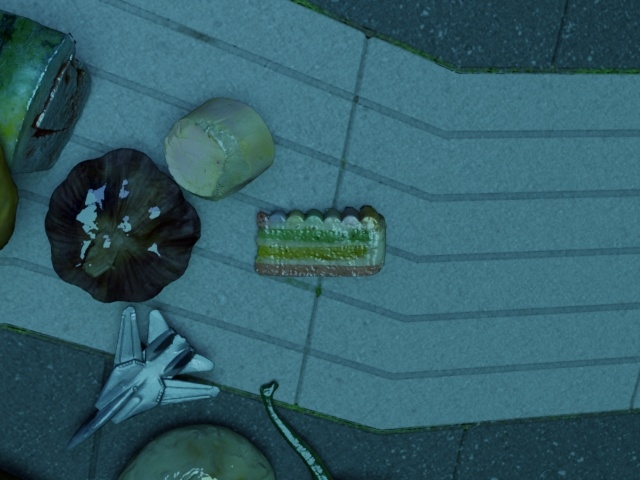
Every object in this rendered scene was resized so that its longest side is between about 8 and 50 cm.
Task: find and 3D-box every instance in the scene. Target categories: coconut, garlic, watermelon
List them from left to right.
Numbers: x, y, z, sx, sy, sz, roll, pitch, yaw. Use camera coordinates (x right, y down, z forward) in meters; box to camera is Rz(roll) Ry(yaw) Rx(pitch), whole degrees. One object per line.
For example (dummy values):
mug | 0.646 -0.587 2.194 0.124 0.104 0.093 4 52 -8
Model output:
watermelon | -0.446 -0.225 1.131 0.262 0.201 0.212 28 98 26
garlic | -0.301 -0.015 1.180 0.245 0.160 0.244 -2 102 -11
coconut | -0.152 -0.144 1.193 0.147 0.152 0.147 10 118 20

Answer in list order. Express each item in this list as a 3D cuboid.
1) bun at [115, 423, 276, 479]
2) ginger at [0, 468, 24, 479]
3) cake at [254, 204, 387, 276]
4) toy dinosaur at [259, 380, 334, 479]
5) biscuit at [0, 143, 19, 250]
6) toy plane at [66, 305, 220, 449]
bun | -0.206 0.454 1.314 0.287 0.146 0.287 -3 105 -13
ginger | -0.511 0.457 1.276 0.309 0.107 0.133 35 80 -20
cake | 0.004 0.006 1.285 0.226 0.090 0.109 -4 107 -10
toy dinosaur | -0.014 0.493 1.393 0.301 0.087 0.446 14 93 -15
biscuit | -0.544 -0.098 1.062 0.102 0.296 0.296 -41 114 -47
toy plane | -0.318 0.248 1.282 0.267 0.088 0.212 -41 106 8
